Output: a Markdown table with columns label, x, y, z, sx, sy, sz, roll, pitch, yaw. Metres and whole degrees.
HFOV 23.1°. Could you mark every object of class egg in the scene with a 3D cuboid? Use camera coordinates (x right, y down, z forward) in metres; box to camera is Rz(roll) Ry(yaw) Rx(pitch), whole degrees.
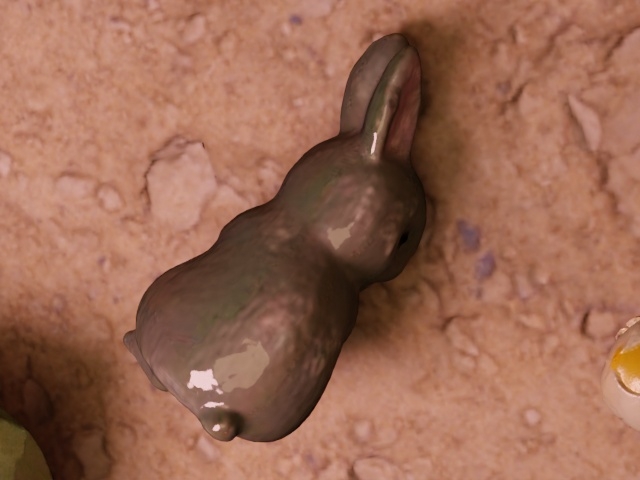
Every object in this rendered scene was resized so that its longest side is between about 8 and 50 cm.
| label | x | y | z | sx | sy | sz | roll | pitch | yaw |
| --- | --- | --- | --- | --- | --- | --- | --- | --- | --- |
| egg | 0.204 | 0.082 | 0.902 | 0.083 | 0.071 | 0.071 | 23 | 107 | 7 |

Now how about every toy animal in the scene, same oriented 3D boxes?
| label | x | y | z | sx | sy | sz | roll | pitch | yaw |
| --- | --- | --- | --- | --- | --- | --- | --- | --- | --- |
| toy animal | 0.003 | 0.002 | 0.927 | 0.127 | 0.125 | 0.251 | 41 | 95 | 33 |

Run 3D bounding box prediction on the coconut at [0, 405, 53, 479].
| label | x | y | z | sx | sy | sz | roll | pitch | yaw |
| --- | --- | --- | --- | --- | --- | --- | --- | --- | --- |
| coconut | -0.269 | 0.179 | 0.996 | 0.236 | 0.236 | 0.204 | -37 | 55 | 20 |
